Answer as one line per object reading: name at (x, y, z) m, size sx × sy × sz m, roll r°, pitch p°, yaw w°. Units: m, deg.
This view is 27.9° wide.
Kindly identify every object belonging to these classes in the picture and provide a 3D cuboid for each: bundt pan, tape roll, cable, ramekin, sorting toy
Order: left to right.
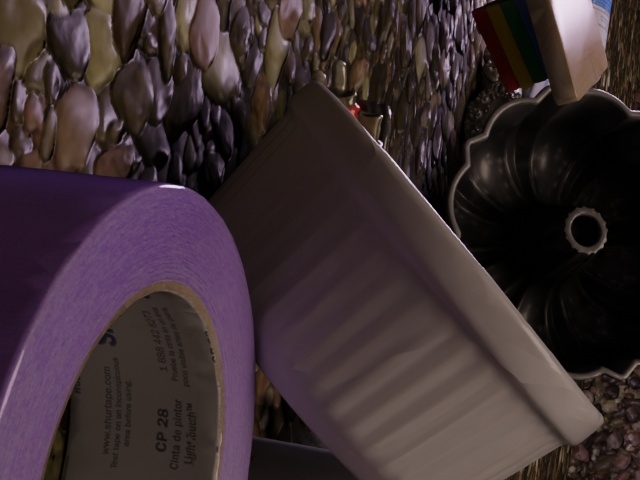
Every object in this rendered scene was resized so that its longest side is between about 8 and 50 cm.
tape roll at (-0.118, 0.106, 0.572) m, size 0.275 × 0.090 × 0.274 m, roll 6°, pitch 90°, yaw -72°
cable at (0.000, 0.000, 1.003) m, size 0.139 × 0.072 × 0.287 m, roll -69°, pitch 172°, yaw -63°
ramekin at (0.035, 0.044, 0.780) m, size 0.127 × 0.273 × 0.273 m, roll -40°, pitch 159°, yaw 3°
sorting toy at (0.217, -0.279, 1.375) m, size 0.257 × 0.089 × 0.255 m, roll -39°, pitch 113°, yaw -66°
bundt pan at (0.269, -0.001, 1.449) m, size 0.124 × 0.331 × 0.330 m, roll 150°, pitch -47°, yaw -69°

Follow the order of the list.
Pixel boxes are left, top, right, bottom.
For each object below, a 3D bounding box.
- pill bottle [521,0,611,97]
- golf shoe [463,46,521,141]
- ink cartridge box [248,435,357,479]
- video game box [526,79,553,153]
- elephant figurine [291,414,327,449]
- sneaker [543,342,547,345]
pill bottle at (0.338, -0.283, 1.807) m, size 0.124 × 0.124 × 0.221 m, roll 32°, pitch 68°, yaw -71°
golf shoe at (0.218, -0.156, 1.577) m, size 0.086 × 0.069 × 0.176 m, roll 84°, pitch 22°, yaw -53°
ink cartridge box at (0.015, 0.223, 0.834) m, size 0.093 × 0.212 × 0.154 m, roll 84°, pitch 20°, yaw -44°
video game box at (0.262, -0.114, 1.658) m, size 0.187 × 0.048 × 0.205 m, roll -61°, pitch 172°, yaw -46°
elephant figurine at (0.069, 0.220, 1.043) m, size 0.186 × 0.169 × 0.239 m, roll -38°, pitch 142°, yaw -62°
sneaker at (0.248, 0.095, 1.615) m, size 0.268 × 0.153 × 0.101 m, roll -37°, pitch 132°, yaw -66°
